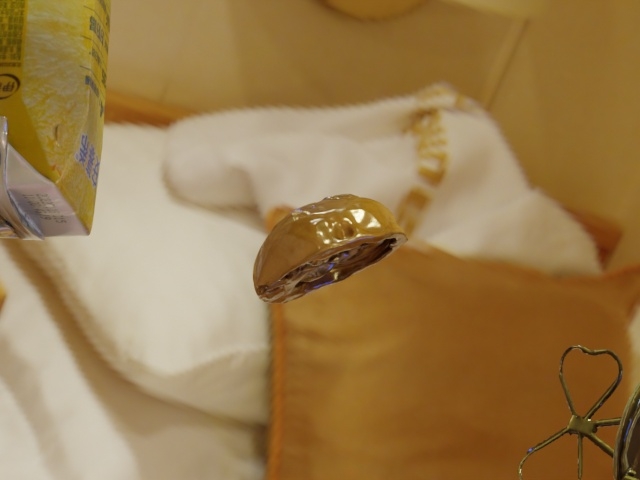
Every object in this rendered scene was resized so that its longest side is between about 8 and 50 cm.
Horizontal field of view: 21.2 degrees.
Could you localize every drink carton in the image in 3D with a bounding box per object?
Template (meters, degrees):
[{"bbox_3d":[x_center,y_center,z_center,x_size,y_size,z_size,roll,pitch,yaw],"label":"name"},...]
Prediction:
[{"bbox_3d":[-0.125,-0.053,0.688,0.075,0.200,0.084,0,-17,3],"label":"drink carton"}]

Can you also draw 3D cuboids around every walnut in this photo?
[{"bbox_3d":[0.000,0.000,1.212,0.121,0.091,0.052,-18,71,-25],"label":"walnut"}]

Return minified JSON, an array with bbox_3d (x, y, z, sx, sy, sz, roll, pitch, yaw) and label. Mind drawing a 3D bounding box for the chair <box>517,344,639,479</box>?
[{"bbox_3d":[0.312,0.181,1.568,0.326,0.159,0.170,14,-10,36],"label":"chair"}]
